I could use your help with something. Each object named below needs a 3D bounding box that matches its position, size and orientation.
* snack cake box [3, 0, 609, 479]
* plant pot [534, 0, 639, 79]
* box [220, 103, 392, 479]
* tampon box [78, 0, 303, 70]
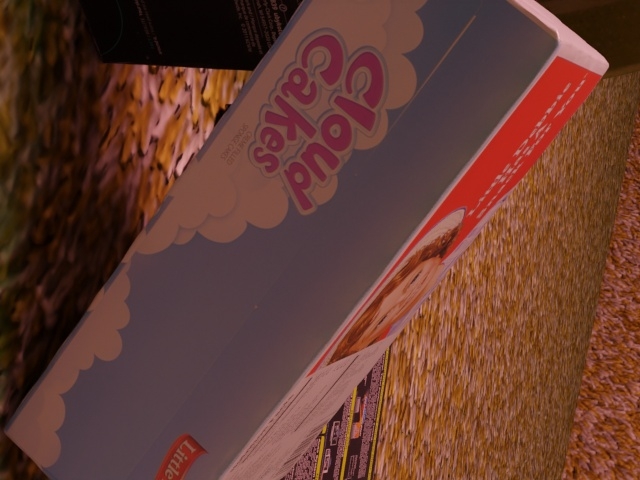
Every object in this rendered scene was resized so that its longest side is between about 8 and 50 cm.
[{"bbox_3d":[0.000,0.000,0.499,0.264,0.089,0.152,-53,166,16],"label":"snack cake box"},{"bbox_3d":[0.119,-0.251,0.740,0.276,0.276,0.254,17,68,-70],"label":"plant pot"},{"bbox_3d":[-0.013,0.072,0.715,0.216,0.060,0.270,19,78,-70],"label":"box"},{"bbox_3d":[-0.036,-0.170,0.509,0.120,0.101,0.161,75,29,-46],"label":"tampon box"}]
